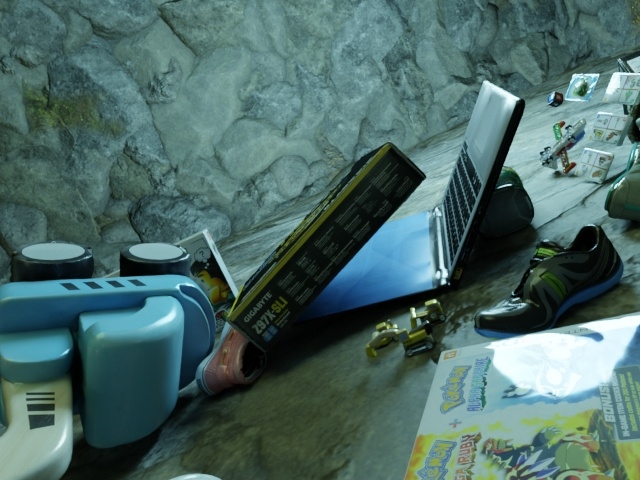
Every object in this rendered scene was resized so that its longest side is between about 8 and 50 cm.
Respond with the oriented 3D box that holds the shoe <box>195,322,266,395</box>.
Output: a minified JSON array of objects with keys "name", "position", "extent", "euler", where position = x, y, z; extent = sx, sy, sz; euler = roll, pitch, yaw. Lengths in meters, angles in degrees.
[{"name":"shoe","position":[-0.111,0.159,0.776],"extent":[0.081,0.064,0.178],"euler":[-18,18,23]}]

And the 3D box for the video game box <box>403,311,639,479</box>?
[{"name":"video game box","position":[0.161,0.129,0.360],"extent":[0.187,0.048,0.205],"euler":[-22,11,28]}]

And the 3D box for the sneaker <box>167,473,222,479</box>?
[{"name":"sneaker","position":[-0.109,0.257,0.254],"extent":[0.152,0.114,0.305],"euler":[-3,25,27]}]

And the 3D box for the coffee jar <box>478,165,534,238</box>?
[{"name":"coffee jar","position":[0.305,-0.071,0.893],"extent":[0.096,0.079,0.184],"euler":[-22,12,22]}]

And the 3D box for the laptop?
[{"name":"laptop","position":[0.125,-0.078,0.871],"extent":[0.236,0.409,0.382],"euler":[16,22,4]}]

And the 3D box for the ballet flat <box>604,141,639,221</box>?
[{"name":"ballet flat","position":[0.446,-0.079,0.711],"extent":[0.068,0.072,0.213],"euler":[18,36,32]}]

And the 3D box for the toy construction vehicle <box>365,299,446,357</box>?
[{"name":"toy construction vehicle","position":[0.102,0.105,0.627],"extent":[0.098,0.035,0.086],"euler":[-22,11,13]}]

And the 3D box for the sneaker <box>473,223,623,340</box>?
[{"name":"sneaker","position":[0.228,0.042,0.535],"extent":[0.188,0.078,0.067],"euler":[-29,11,-16]}]

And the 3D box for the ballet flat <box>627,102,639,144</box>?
[{"name":"ballet flat","position":[0.545,-0.235,0.709],"extent":[0.182,0.164,0.483],"euler":[-44,-17,2]}]

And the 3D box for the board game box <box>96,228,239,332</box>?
[{"name":"board game box","position":[-0.321,0.128,1.021],"extent":[0.305,0.193,0.053],"euler":[-25,11,-1]}]

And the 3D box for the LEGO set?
[{"name":"LEGO set","position":[0.488,-0.210,0.954],"extent":[0.060,0.183,0.244],"euler":[11,15,-13]}]

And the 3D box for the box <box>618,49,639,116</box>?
[{"name":"box","position":[0.666,-0.299,0.963],"extent":[0.180,0.147,0.078],"euler":[-20,46,19]}]

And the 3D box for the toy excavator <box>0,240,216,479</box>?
[{"name":"toy excavator","position":[-0.301,0.167,0.609],"extent":[0.432,0.223,0.445],"euler":[-1,17,-32]}]

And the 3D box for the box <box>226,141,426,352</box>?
[{"name":"box","position":[0.000,0.000,0.805],"extent":[0.322,0.079,0.257],"euler":[-47,4,1]}]
